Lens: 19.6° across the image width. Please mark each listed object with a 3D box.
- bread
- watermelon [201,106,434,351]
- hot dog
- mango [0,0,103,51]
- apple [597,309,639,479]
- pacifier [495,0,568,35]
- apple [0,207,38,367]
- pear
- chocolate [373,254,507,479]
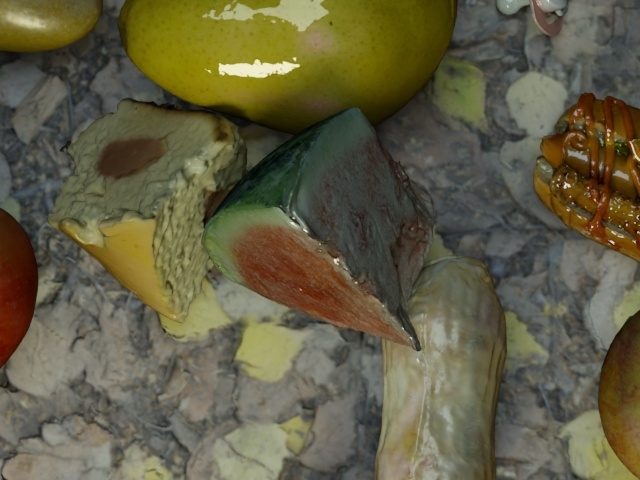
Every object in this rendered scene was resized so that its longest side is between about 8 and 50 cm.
[{"bbox_3d":[-0.196,-0.065,1.915,0.211,0.224,0.184,33,76,18],"label":"bread"},{"bbox_3d":[0.000,0.000,1.835,0.231,0.310,0.193,12,57,-3],"label":"watermelon"},{"bbox_3d":[0.388,-0.036,1.911,0.348,0.117,0.158,28,81,9],"label":"hot dog"},{"bbox_3d":[-0.386,-0.345,1.985,0.384,0.199,0.221,41,73,5],"label":"mango"},{"bbox_3d":[0.379,0.153,1.832,0.211,0.188,0.211,0,87,11],"label":"apple"},{"bbox_3d":[0.227,-0.266,2.004,0.078,0.081,0.099,-17,100,33],"label":"pacifier"},{"bbox_3d":[-0.405,0.060,1.893,0.242,0.241,0.242,0,95,3],"label":"apple"},{"bbox_3d":[-0.030,-0.240,1.884,0.336,0.285,0.285,-7,74,-41],"label":"pear"},{"bbox_3d":[0.119,0.164,1.881,0.134,0.134,0.309,6,79,5],"label":"chocolate"}]
